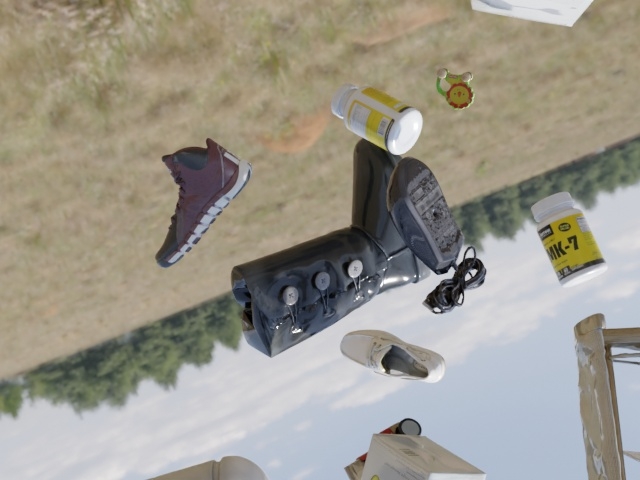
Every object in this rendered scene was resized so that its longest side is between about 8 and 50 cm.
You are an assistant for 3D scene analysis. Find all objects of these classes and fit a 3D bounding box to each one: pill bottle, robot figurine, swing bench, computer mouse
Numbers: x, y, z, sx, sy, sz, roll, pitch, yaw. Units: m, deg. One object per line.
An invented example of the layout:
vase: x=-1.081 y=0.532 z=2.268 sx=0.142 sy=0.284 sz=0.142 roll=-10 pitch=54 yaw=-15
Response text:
pill bottle: x=0.591 y=-0.003 z=2.306 sx=0.119 sy=0.208 sz=0.119 roll=-20 pitch=164 yaw=-6
pill bottle: x=0.113 y=-0.259 z=2.000 sx=0.103 sy=0.184 sz=0.103 roll=-34 pitch=142 yaw=-32
robot figurine: x=-0.231 y=0.531 z=1.831 sx=0.353 sy=0.200 sz=0.300 roll=-17 pitch=-160 yaw=1
swing bench: x=0.429 y=0.232 z=1.166 sx=0.254 sy=0.253 sz=0.165 roll=2 pitch=161 yaw=-5
computer mouse: x=0.182 y=-0.013 z=1.691 sx=0.072 sy=0.272 sz=0.188 roll=-20 pitch=-172 yaw=40

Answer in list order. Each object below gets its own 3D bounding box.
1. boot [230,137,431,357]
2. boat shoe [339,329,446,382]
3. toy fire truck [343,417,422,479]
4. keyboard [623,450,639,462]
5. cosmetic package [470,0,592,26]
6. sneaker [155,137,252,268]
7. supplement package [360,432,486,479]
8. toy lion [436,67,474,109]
boot: x=0.001 y=0.002 z=2.089 sx=0.445 sy=0.367 sz=0.146 roll=-23 pitch=-170 yaw=-21
boat shoe: x=0.157 y=0.274 z=2.291 sx=0.277 sy=0.098 sz=0.096 roll=10 pitch=-176 yaw=29
toy fire truck: x=0.164 y=0.534 z=2.160 sx=0.246 sy=0.217 sz=0.158 roll=-22 pitch=148 yaw=-31
keyboard: x=0.667 y=0.437 z=1.801 sx=0.072 sy=0.014 sz=0.256 roll=15 pitch=-179 yaw=-20
cosmetic package: x=0.384 y=-0.495 z=1.731 sx=0.217 sy=0.156 sz=0.385 roll=12 pitch=-173 yaw=10
sneaker: x=-0.280 y=-0.090 z=1.948 sx=0.281 sy=0.162 sz=0.106 roll=-49 pitch=-168 yaw=5
supplement package: x=0.185 y=0.508 z=1.874 sx=0.149 sy=0.203 sz=0.194 roll=10 pitch=-174 yaw=-33
toy lion: x=0.338 y=-0.378 z=2.414 sx=0.100 sy=0.096 sz=0.034 roll=13 pitch=-162 yaw=18
